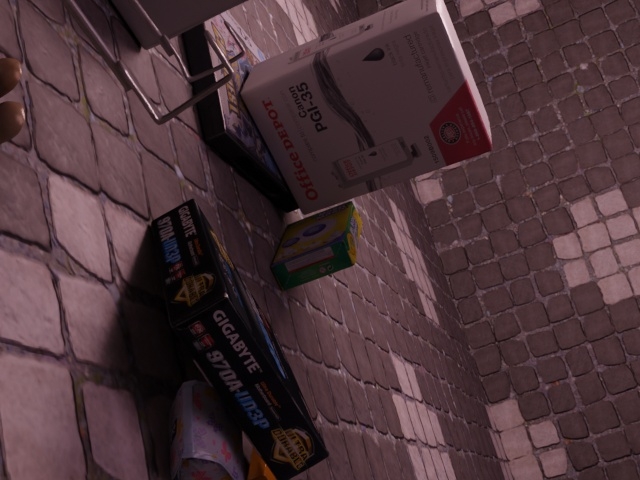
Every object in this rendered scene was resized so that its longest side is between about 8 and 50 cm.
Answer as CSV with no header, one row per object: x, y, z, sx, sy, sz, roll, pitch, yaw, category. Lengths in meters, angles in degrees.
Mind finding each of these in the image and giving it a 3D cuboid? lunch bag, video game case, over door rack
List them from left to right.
-0.200,-0.200,0.569,0.324,0.108,0.239,43,10,-14,over door rack
-0.094,0.160,0.686,0.083,0.053,0.071,70,9,-50,lunch bag
-0.111,-0.203,1.187,0.248,0.035,0.275,43,29,-61,video game case

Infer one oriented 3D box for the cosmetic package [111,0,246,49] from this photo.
-0.168,-0.340,0.932,0.151,0.151,0.184,-92,156,-52,cosmetic package

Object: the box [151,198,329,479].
-0.077,0.078,0.747,0.175,0.051,0.220,61,-2,-26,box

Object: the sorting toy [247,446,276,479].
-0.035,0.319,0.717,0.229,0.041,0.307,58,17,-23,sorting toy

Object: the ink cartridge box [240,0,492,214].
0.065,-0.180,1.164,0.117,0.283,0.207,-77,144,-59,ink cartridge box

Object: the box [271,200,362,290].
0.000,0.000,1.163,0.179,0.105,0.043,-72,139,-70,box

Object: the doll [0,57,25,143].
-0.258,-0.128,0.503,0.189,0.046,0.129,39,33,-57,doll
